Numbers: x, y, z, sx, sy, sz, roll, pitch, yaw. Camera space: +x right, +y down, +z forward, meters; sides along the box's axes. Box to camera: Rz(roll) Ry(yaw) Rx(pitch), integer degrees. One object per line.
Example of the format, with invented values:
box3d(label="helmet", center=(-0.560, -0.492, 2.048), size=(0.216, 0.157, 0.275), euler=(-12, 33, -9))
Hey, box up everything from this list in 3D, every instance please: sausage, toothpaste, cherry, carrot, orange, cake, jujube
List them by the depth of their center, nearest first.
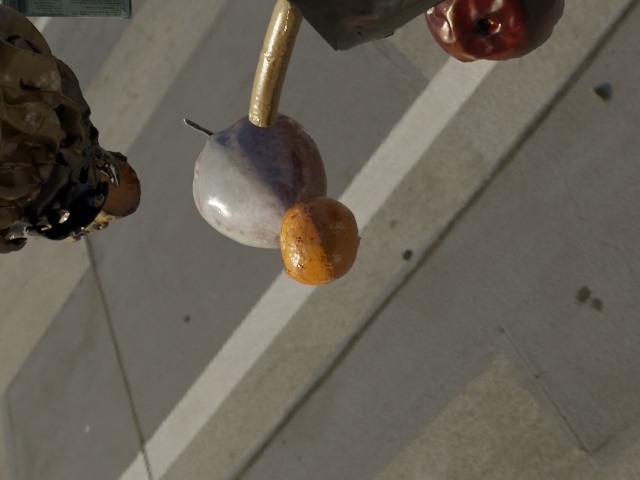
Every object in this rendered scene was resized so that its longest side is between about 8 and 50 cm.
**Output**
box3d(label="cake", center=(-0.386, -0.105, 0.989), size=(0.332, 0.321, 0.332), euler=(3, 94, 60))
box3d(label="toothpaste", center=(-0.327, -0.307, 1.111), size=(0.046, 0.164, 0.034), euler=(-121, 31, -62))
box3d(label="carrot", center=(-0.358, -0.051, 1.258), size=(0.263, 0.102, 0.102), euler=(-17, 60, 48))
box3d(label="sausage", center=(-0.086, -0.341, 1.649), size=(0.301, 0.066, 0.066), euler=(109, 153, -45))
box3d(label="jujube", center=(0.346, -0.501, 1.695), size=(0.276, 0.276, 0.377), euler=(-35, 17, 35))
box3d(label="orange", center=(0.000, 0.000, 1.781), size=(0.193, 0.161, 0.193), euler=(-174, 90, -73))
box3d(label="cherry", center=(-0.146, -0.129, 2.037), size=(0.326, 0.291, 0.335), euler=(-20, 67, 16))

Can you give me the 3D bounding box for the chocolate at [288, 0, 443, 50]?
box3d(label="chocolate", center=(0.108, -0.483, 1.187), size=(0.331, 0.383, 0.383), euler=(-20, 56, 24))
